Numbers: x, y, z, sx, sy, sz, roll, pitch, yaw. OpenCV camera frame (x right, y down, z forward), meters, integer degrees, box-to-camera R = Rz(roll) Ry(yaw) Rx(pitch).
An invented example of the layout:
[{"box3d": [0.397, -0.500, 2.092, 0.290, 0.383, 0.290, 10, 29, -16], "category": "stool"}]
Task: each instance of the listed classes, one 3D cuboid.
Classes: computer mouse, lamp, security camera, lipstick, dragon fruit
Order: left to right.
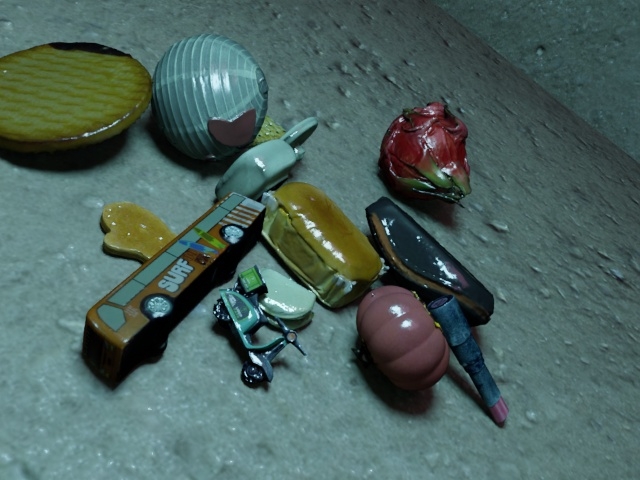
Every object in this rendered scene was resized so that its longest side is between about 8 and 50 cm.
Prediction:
[{"box3d": [-0.209, -0.278, 1.195, 0.233, 0.233, 0.265, 23, 42, -10], "category": "lamp"}, {"box3d": [-0.085, -0.152, 1.207, 0.080, 0.157, 0.301, 47, 37, -1], "category": "security camera"}, {"box3d": [0.124, 0.161, 0.985, 0.182, 0.140, 0.182, 55, -2, 2], "category": "lamp"}, {"box3d": [0.191, 0.048, 1.164, 0.323, 0.116, 0.183, 48, 7, 30], "category": "computer mouse"}, {"box3d": [0.257, -0.189, 1.411, 0.233, 0.234, 0.293, 1, 30, -34], "category": "dragon fruit"}, {"box3d": [0.254, 0.205, 1.035, 0.053, 0.053, 0.234, -34, 97, -51], "category": "lipstick"}]

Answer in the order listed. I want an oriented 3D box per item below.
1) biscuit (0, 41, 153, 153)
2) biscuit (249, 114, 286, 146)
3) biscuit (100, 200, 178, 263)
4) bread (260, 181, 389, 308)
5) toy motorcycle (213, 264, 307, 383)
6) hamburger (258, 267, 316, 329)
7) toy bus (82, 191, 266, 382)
[{"box3d": [-0.458, -0.259, 1.086, 0.317, 0.040, 0.318, 2, 46, -2], "category": "biscuit"}, {"box3d": [-0.174, -0.259, 1.378, 0.203, 0.016, 0.144, -21, 60, -45], "category": "biscuit"}, {"box3d": [-0.302, -0.008, 0.993, 0.140, 0.023, 0.118, 42, 38, 14], "category": "biscuit"}, {"box3d": [0.000, 0.000, 1.115, 0.241, 0.107, 0.136, 49, 38, 16], "category": "bread"}, {"box3d": [-0.097, 0.130, 0.924, 0.100, 0.058, 0.173, -26, 65, -10], "category": "toy motorcycle"}, {"box3d": [-0.072, 0.100, 1.005, 0.121, 0.054, 0.084, 36, 41, 11], "category": "hamburger"}, {"box3d": [-0.203, 0.052, 0.936, 0.092, 0.093, 0.409, 27, 35, 8], "category": "toy bus"}]
